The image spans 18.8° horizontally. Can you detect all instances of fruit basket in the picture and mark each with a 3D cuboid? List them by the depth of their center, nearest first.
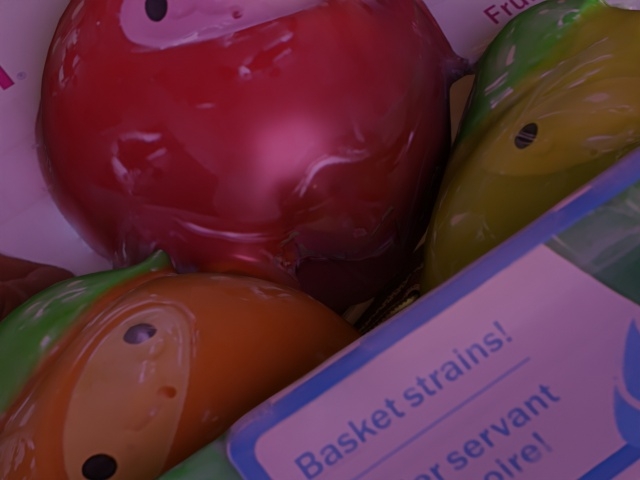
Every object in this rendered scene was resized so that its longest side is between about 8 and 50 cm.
[{"bbox_3d":[0.000,0.000,0.504,0.327,0.165,0.353,-33,65,-13],"label":"fruit basket"}]

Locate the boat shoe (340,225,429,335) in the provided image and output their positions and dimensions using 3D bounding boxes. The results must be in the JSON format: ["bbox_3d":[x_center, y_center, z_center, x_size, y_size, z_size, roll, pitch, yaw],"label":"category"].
[{"bbox_3d":[0.039,0.058,0.621,0.257,0.095,0.095,-37,107,-13],"label":"boat shoe"}]
